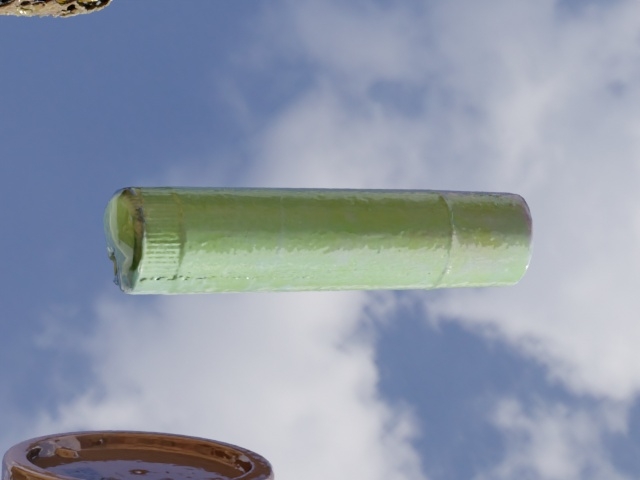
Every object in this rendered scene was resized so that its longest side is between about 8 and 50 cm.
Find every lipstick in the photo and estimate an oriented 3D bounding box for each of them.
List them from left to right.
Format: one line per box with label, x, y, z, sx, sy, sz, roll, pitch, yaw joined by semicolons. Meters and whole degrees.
lipstick;0.000;0.000;1.322;0.304;0.076;0.076;0;-129;-26

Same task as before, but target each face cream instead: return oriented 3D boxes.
face cream;-0.101;0.169;1.047;0.149;0.149;0.104;7;-83;28

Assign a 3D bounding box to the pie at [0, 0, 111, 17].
pie;-0.207;-0.282;1.723;0.274;0.274;0.055;-32;-104;5
